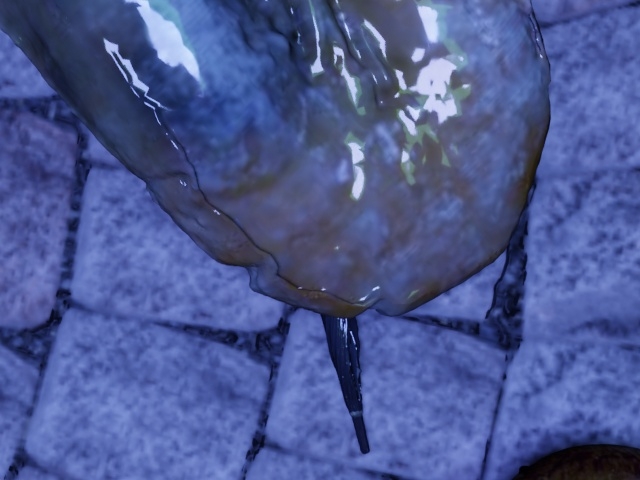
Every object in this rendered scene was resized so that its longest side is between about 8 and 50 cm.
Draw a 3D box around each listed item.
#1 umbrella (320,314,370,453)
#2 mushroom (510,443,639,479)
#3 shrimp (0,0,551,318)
[{"bbox_3d":[-0.002,-0.001,0.494,0.044,0.044,0.269,-15,98,-24],"label":"umbrella"},{"bbox_3d":[0.175,0.224,0.416,0.194,0.138,0.231,-1,51,-32],"label":"mushroom"},{"bbox_3d":[-0.055,-0.141,0.394,0.445,0.110,0.221,43,93,-15],"label":"shrimp"}]
